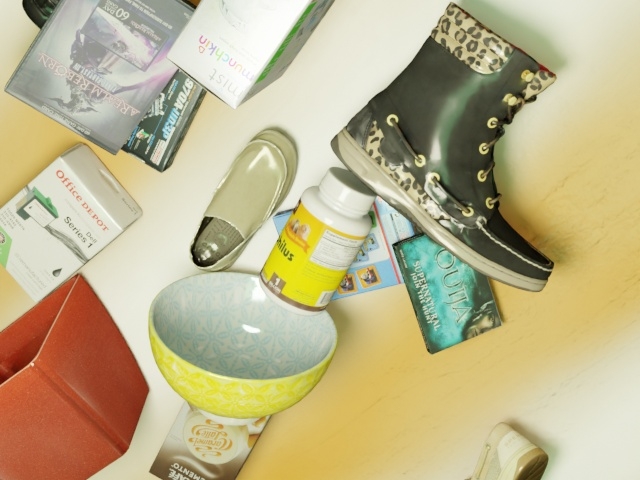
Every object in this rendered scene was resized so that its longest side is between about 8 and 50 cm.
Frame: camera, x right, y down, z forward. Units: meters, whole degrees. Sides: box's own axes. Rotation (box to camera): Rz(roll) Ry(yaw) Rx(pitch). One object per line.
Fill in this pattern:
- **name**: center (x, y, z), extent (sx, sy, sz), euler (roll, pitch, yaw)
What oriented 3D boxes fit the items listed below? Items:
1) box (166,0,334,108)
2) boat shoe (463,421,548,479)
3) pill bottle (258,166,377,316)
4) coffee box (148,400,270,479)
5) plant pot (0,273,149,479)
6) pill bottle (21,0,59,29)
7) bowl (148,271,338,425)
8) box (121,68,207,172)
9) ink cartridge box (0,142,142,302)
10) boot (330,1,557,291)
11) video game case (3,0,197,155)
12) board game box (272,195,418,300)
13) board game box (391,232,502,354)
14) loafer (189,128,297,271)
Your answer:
- **box**: center (-0.072, -0.329, 1.485), extent (0.126, 0.262, 0.231), euler (37, 111, -2)
- **boat shoe**: center (0.274, 0.429, 1.760), extent (0.098, 0.109, 0.302), euler (43, 131, 35)
- **pill bottle**: center (0.000, 0.000, 1.615), extent (0.117, 0.117, 0.215), euler (30, 111, 2)
- **coffee box**: center (-0.170, 0.313, 1.812), extent (0.141, 0.098, 0.246), euler (29, 112, 2)
- **plant pot**: center (-0.444, 0.267, 1.787), extent (0.267, 0.267, 0.236), euler (-34, 111, 21)
- **pill bottle**: center (-0.343, -0.406, 1.594), extent (0.123, 0.123, 0.219), euler (45, 112, -5)
- **bowl**: center (-0.128, 0.187, 1.635), extent (0.289, 0.289, 0.156), euler (16, 118, 7)
- **box**: center (-0.271, -0.242, 1.672), extent (0.175, 0.051, 0.220), euler (30, 112, 1)
- **ink cartridge box**: center (-0.428, -0.029, 1.757), extent (0.219, 0.092, 0.160), euler (-38, 97, 22)
- **boot**: center (0.236, -0.131, 1.535), extent (0.377, 0.138, 0.284), euler (38, 105, 7)
- **video game case**: center (-0.318, -0.277, 1.591), extent (0.196, 0.026, 0.274), euler (31, 115, -21)
- **board game box**: center (0.048, 0.006, 1.691), extent (0.211, 0.039, 0.160), euler (-15, 105, 16)
- **board game box**: center (0.197, 0.069, 1.659), extent (0.126, 0.026, 0.186), euler (-22, 104, -7)
- **loafer**: center (-0.124, -0.050, 1.682), extent (0.102, 0.092, 0.268), euler (30, 112, 1)
